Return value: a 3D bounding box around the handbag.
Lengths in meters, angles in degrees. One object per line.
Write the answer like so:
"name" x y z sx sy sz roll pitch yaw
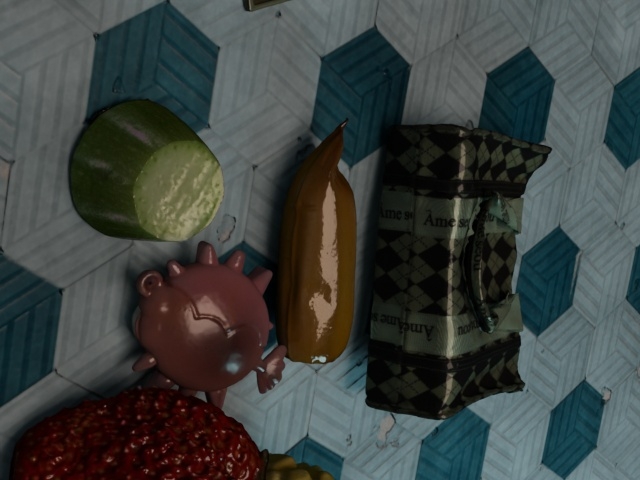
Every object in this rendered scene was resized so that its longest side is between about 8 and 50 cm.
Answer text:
"handbag" 0.219 0.037 1.761 0.316 0.180 0.416 -4 100 -52

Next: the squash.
"squash" -0.193 -0.072 1.360 0.170 0.122 0.170 -13 112 -35

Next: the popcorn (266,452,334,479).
"popcorn" -0.049 0.406 1.525 0.225 0.332 0.265 9 66 -19

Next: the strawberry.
"strawberry" -0.200 0.300 1.372 0.257 0.261 0.261 41 74 -47

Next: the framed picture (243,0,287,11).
"framed picture" -0.047 -0.399 1.468 0.150 0.015 0.203 -26 119 -36

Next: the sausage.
"sausage" -0.002 0.000 1.569 0.112 0.112 0.329 -6 106 -43

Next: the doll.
"doll" -0.135 0.113 1.478 0.262 0.093 0.211 33 85 -40
